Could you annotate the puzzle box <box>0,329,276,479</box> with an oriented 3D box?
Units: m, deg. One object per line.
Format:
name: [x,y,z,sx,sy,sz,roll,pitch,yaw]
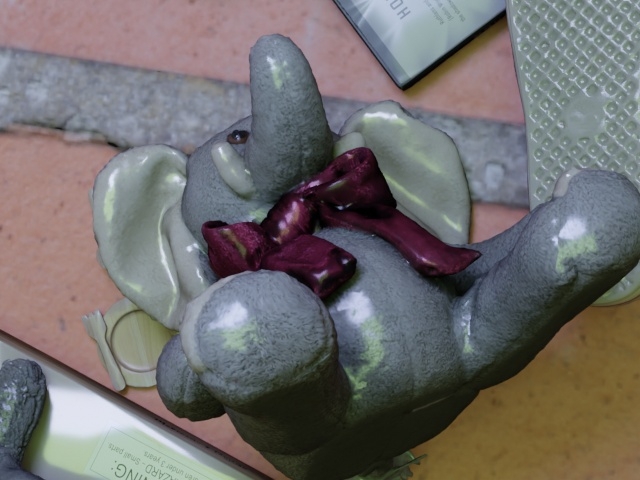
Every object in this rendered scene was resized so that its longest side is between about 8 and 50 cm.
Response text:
puzzle box: [-0.130,0.263,1.058,0.409,0.052,0.272,28,90,7]

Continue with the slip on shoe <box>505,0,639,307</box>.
slip on shoe: [0.190,-0.123,1.018,0.123,0.101,0.331,-1,90,27]

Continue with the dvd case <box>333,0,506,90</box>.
dvd case: [0.098,-0.243,1.071,0.238,0.029,0.179,-37,84,4]

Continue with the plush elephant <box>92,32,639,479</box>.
plush elephant: [0.000,0.000,0.955,0.272,0.330,0.255,-20,66,-17]

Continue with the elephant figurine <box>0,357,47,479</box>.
elephant figurine: [-0.198,0.226,0.974,0.239,0.169,0.186,-44,113,-13]

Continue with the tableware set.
tableware set: [-0.086,0.025,1.082,0.168,0.020,0.141,-8,86,6]
